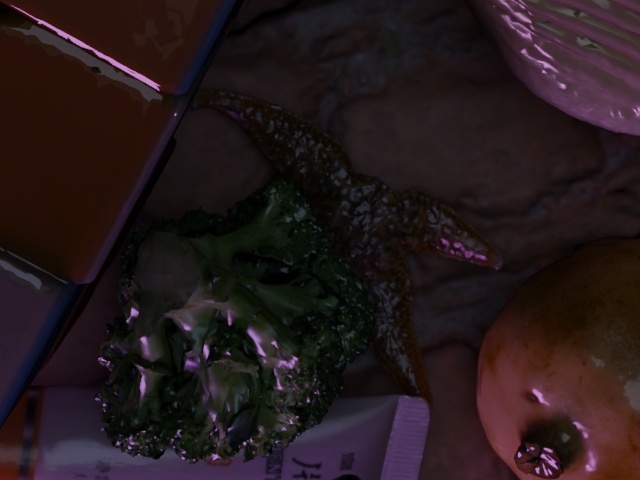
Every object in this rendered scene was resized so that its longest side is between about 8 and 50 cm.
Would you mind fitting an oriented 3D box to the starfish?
[{"bbox_3d":[-0.001,0.001,1.209,0.247,0.050,0.138,30,89,3],"label":"starfish"}]

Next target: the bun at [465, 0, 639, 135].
[{"bbox_3d":[0.249,-0.225,1.068,0.349,0.352,0.227,27,53,-12],"label":"bun"}]

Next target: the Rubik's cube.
[{"bbox_3d":[-0.226,-0.150,1.002,0.347,0.346,0.344,29,106,-6],"label":"Rubik's cube"}]

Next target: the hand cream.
[{"bbox_3d":[-0.088,0.156,1.187,0.314,0.089,0.140,3,114,-8],"label":"hand cream"}]

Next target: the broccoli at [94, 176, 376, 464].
[{"bbox_3d":[-0.062,0.050,1.106,0.195,0.156,0.195,-13,67,32],"label":"broccoli"}]

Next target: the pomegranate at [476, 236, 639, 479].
[{"bbox_3d":[0.189,0.097,1.153,0.196,0.196,0.196,0,90,-4],"label":"pomegranate"}]
